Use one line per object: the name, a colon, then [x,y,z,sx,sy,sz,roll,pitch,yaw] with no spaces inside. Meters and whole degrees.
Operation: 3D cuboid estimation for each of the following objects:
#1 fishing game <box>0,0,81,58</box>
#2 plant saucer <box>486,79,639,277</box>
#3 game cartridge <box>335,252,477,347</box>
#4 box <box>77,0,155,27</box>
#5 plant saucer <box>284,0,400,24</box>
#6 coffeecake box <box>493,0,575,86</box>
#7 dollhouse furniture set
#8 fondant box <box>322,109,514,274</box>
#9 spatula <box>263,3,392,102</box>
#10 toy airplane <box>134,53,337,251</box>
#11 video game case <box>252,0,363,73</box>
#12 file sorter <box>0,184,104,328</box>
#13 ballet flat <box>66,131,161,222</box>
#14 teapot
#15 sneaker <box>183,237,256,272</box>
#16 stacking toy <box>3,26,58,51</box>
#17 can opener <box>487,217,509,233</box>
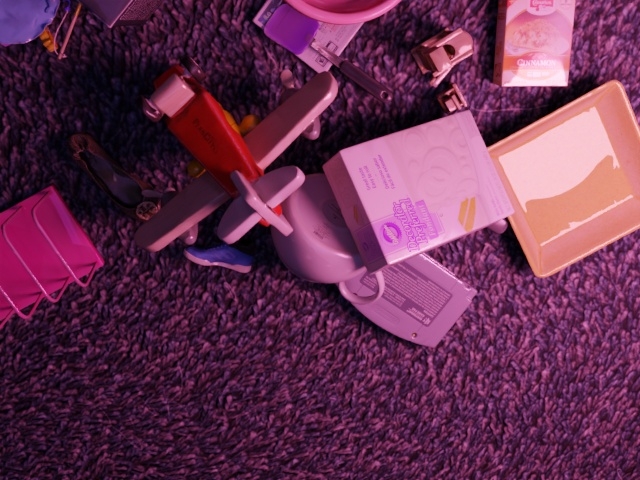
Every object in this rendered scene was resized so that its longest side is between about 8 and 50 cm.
fishing game: [-0.587,-0.467,1.415,0.264,0.041,0.189,17,101,-18]
plant saucer: [0.547,-0.134,1.649,0.333,0.081,0.332,-29,107,3]
game cartridge: [0.183,0.110,1.702,0.294,0.060,0.196,35,97,-14]
box: [-0.375,-0.538,1.274,0.293,0.395,0.212,40,99,-14]
plant saucer: [0.035,-0.581,1.443,0.332,0.084,0.332,-2,98,-11]
coffeecake box: [0.441,-0.416,1.560,0.142,0.068,0.185,-1,106,-4]
dollhouse furniture set: [0.279,-0.335,1.508,0.101,0.182,0.161,-32,107,4]
fondant box: [0.200,-0.101,1.510,0.330,0.096,0.238,-21,85,-25]
spatula: [0.027,-0.372,1.529,0.296,0.030,0.084,33,100,-13]
toy airplane: [-0.166,-0.154,1.474,0.386,0.272,0.384,4,81,16]
video game case: [-0.006,-0.470,1.525,0.183,0.023,0.201,36,101,-14]
file sorter: [-0.636,0.058,1.539,0.291,0.182,0.202,-28,108,3]
ballet flat: [-0.429,-0.126,1.568,0.084,0.058,0.250,-40,106,8]
teapot: [0.000,0.000,1.579,0.253,0.256,0.187,4,142,-28]
sneaker: [-0.215,0.014,1.629,0.152,0.058,0.084,14,111,-14]
stacking toy: [-0.639,-0.441,1.461,0.167,0.052,0.221,-25,105,0]
can opener: [0.295,-0.110,1.635,0.280,0.074,0.093,33,100,-14]
